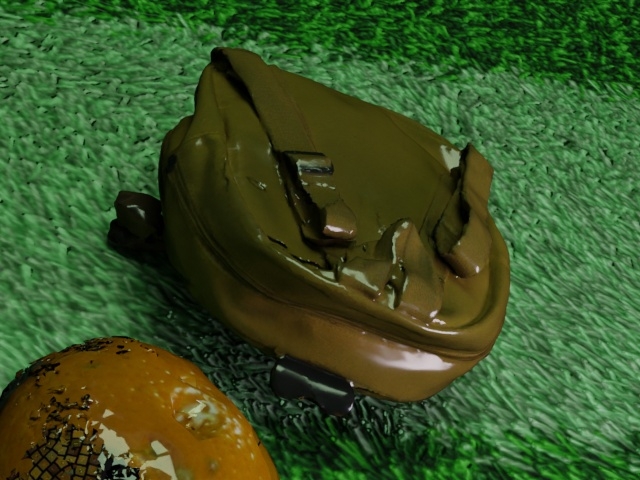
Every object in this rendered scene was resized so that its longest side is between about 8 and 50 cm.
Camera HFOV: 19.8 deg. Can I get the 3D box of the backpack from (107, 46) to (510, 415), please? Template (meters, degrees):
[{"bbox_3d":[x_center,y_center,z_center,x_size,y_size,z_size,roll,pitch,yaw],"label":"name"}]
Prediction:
[{"bbox_3d":[0.001,-0.006,1.619,0.353,0.201,0.378,20,27,-10],"label":"backpack"}]

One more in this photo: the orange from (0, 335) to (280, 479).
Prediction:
[{"bbox_3d":[-0.132,0.176,1.256,0.234,0.182,0.234,30,20,-12],"label":"orange"}]
